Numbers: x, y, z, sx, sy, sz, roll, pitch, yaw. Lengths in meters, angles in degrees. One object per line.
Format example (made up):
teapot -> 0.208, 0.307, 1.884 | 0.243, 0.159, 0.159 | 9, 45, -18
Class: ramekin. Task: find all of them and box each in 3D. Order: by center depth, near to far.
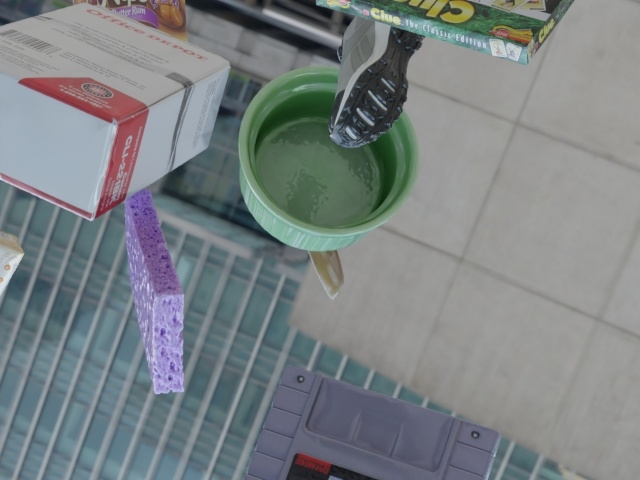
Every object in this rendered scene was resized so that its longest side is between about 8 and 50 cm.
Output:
ramekin -> 0.003, -0.128, 1.889 | 0.303, 0.303, 0.148 | 20, 158, -4

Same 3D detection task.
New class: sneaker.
sneaker -> 0.069, -0.249, 1.608 | 0.108, 0.272, 0.100 | 1, 150, 41

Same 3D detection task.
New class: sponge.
sponge -> -0.168, 0.046, 1.121 | 0.031, 0.117, 0.210 | -6, -148, -14

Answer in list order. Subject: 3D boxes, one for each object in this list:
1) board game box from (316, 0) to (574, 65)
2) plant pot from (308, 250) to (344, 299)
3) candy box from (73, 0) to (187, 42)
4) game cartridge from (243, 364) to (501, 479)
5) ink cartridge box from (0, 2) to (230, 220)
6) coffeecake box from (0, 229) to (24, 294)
board game box -> 0.138, -0.275, 1.235 | 0.259, 0.136, 0.030 | 21, 146, 24
plant pot -> 0.000, 0.000, 2.177 | 0.032, 0.236, 0.236 | -21, -175, 7
candy box -> -0.275, -0.342, 1.615 | 0.053, 0.109, 0.186 | -11, 168, 33
game cartridge -> 0.071, 0.345, 1.692 | 0.355, 0.230, 0.068 | 15, 160, 20
ink cartridge box -> -0.241, -0.146, 1.161 | 0.197, 0.114, 0.273 | 24, -153, 10
coffeecake box -> -0.561, 0.059, 1.689 | 0.142, 0.185, 0.068 | 25, -167, -35
